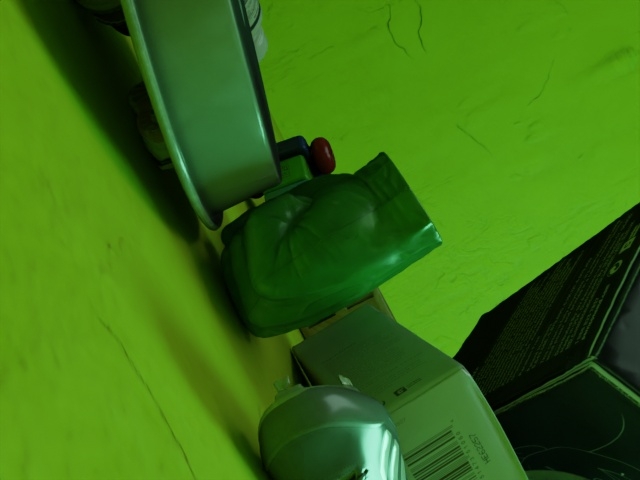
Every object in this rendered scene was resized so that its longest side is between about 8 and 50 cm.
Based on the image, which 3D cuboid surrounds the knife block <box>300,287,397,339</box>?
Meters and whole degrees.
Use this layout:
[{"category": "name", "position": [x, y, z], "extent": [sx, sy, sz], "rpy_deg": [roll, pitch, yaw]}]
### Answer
[{"category": "knife block", "position": [0.056, 0.131, 1.074], "extent": [0.276, 0.088, 0.242], "rpy_deg": [63, 2, -11]}]

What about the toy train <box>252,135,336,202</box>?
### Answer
[{"category": "toy train", "position": [0.000, 0.009, 1.099], "extent": [0.248, 0.105, 0.143], "rpy_deg": [60, 15, -51]}]

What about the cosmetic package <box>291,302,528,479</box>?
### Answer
[{"category": "cosmetic package", "position": [0.059, 0.132, 0.728], "extent": [0.117, 0.085, 0.231], "rpy_deg": [62, -7, -14]}]

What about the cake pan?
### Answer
[{"category": "cake pan", "position": [-0.079, -0.154, 0.613], "extent": [0.293, 0.054, 0.293], "rpy_deg": [-14, 90, -90]}]

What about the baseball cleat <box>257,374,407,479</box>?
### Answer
[{"category": "baseball cleat", "position": [0.029, 0.155, 0.525], "extent": [0.206, 0.072, 0.109], "rpy_deg": [59, 5, -51]}]

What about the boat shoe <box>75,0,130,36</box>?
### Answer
[{"category": "boat shoe", "position": [-0.155, -0.215, 0.655], "extent": [0.066, 0.066, 0.183], "rpy_deg": [69, 7, -64]}]

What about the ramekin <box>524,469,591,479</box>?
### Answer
[{"category": "ramekin", "position": [0.212, 0.338, 0.987], "extent": [0.207, 0.207, 0.109], "rpy_deg": [-106, 179, -74]}]

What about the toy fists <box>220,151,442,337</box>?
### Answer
[{"category": "toy fists", "position": [0.000, 0.000, 0.710], "extent": [0.096, 0.142, 0.279], "rpy_deg": [57, 3, -2]}]

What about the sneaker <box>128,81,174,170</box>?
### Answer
[{"category": "sneaker", "position": [-0.105, -0.076, 0.628], "extent": [0.083, 0.031, 0.037], "rpy_deg": [-102, 179, -52]}]

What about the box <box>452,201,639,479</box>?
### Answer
[{"category": "box", "position": [0.425, 0.253, 1.159], "extent": [0.480, 0.297, 0.472], "rpy_deg": [38, -32, -1]}]

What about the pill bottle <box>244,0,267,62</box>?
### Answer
[{"category": "pill bottle", "position": [-0.136, -0.302, 1.238], "extent": [0.108, 0.108, 0.180], "rpy_deg": [66, 3, 36]}]
